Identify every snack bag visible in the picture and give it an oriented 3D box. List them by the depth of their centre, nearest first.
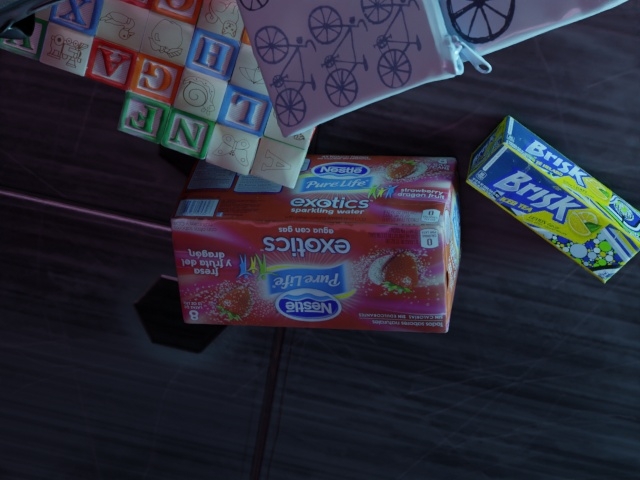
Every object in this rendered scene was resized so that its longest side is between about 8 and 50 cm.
[{"bbox_3d":[0.066,-0.284,1.564,0.342,0.037,0.323,-17,90,24],"label":"snack bag"}]

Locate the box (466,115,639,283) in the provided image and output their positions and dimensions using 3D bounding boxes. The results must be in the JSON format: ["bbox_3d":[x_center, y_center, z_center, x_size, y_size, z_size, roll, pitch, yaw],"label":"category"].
[{"bbox_3d":[0.219,-0.038,1.770,0.169,0.054,0.059,35,122,-12],"label":"box"}]

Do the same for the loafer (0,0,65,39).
[{"bbox_3d":[-0.251,-0.208,1.623,0.302,0.109,0.095,-24,117,21],"label":"loafer"}]

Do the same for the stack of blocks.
[{"bbox_3d":[-0.134,-0.181,1.727,0.297,0.087,0.171,19,123,-1],"label":"stack of blocks"}]

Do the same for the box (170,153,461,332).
[{"bbox_3d":[0.000,0.000,1.793,0.256,0.128,0.123,1,123,10],"label":"box"}]
